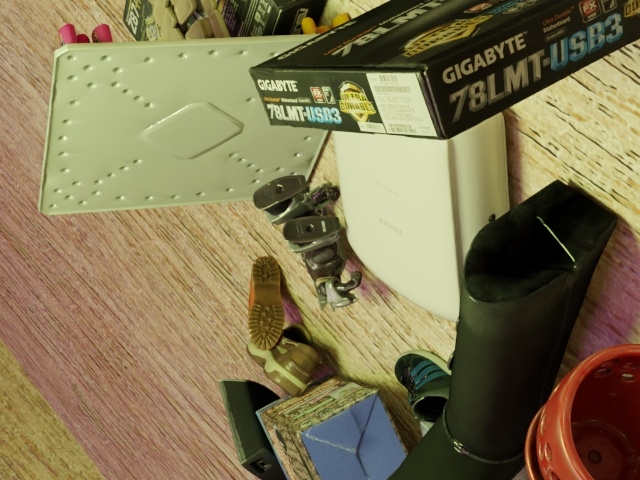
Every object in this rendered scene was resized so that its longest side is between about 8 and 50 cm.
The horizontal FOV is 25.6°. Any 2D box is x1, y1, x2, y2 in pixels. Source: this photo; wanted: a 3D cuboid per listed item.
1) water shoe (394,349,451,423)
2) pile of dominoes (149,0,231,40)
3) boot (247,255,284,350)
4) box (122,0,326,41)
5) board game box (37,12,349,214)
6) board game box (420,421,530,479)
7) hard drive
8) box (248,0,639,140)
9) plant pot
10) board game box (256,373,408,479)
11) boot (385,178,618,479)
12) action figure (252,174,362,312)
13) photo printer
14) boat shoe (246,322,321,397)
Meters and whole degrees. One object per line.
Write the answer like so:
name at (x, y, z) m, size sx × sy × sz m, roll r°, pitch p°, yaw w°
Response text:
water shoe at (0.150, 0.209, 1.969) m, size 0.203 × 0.080 × 0.073 m, roll 18°, pitch 129°, yaw 56°
pile of dominoes at (-0.177, -0.326, 1.927) m, size 0.196 × 0.040 × 0.251 m, roll -35°, pitch 74°, yaw 63°
boot at (-0.093, 0.114, 2.305) m, size 0.084 × 0.059 × 0.157 m, roll 114°, pitch 160°, yaw -63°
box at (-0.150, -0.331, 1.996) m, size 0.318 × 0.097 × 0.395 m, roll 52°, pitch 152°, yaw 17°
board game box at (-0.175, -0.165, 1.893) m, size 0.390 × 0.390 × 0.050 m, roll 115°, pitch 146°, yaw -58°
board game box at (0.218, 0.337, 1.989) m, size 0.194 × 0.060 × 0.194 m, roll 9°, pitch 123°, yaw 59°
hard drive at (-0.089, 0.329, 2.394) m, size 0.254 × 0.054 × 0.172 m, roll 46°, pitch -157°, yaw -62°
box at (0.128, -0.185, 1.294) m, size 0.293 × 0.296 × 0.073 m, roll 16°, pitch 129°, yaw 58°
plant pot at (0.325, 0.229, 1.546) m, size 0.191 × 0.191 × 0.174 m, roll 56°, pitch 157°, yaw 14°
board game box at (0.037, 0.349, 2.173) m, size 0.232 × 0.141 × 0.291 m, roll 65°, pitch 167°, yaw -5°
boot at (0.177, 0.189, 1.607) m, size 0.146 × 0.367 × 0.445 m, roll 28°, pitch 143°, yaw 14°
action figure at (0.000, 0.000, 1.968) m, size 0.285 × 0.099 × 0.185 m, roll 49°, pitch -162°, yaw -70°
photo printer at (0.125, -0.052, 1.739) m, size 0.256 × 0.107 × 0.307 m, roll 34°, pitch 142°, yaw 45°
boat shoe at (-0.050, 0.185, 2.320) m, size 0.095 × 0.095 × 0.257 m, roll 37°, pitch 179°, yaw -18°
